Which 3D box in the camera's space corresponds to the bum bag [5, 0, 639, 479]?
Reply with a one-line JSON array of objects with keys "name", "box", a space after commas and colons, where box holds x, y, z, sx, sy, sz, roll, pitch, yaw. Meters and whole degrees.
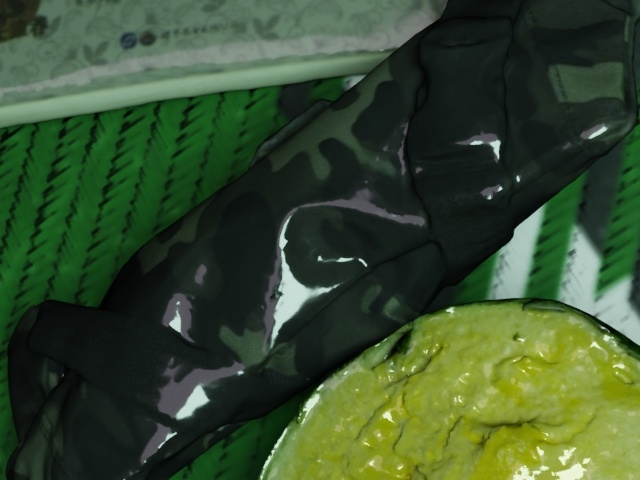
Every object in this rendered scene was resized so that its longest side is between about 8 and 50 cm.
[{"name": "bum bag", "box": [0.000, 0.000, 0.697, 0.340, 0.095, 0.144, -37, 35, 8]}]

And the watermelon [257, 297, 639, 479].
[{"name": "watermelon", "box": [0.073, 0.144, 0.644, 0.204, 0.127, 0.232, 12, 77, 23]}]

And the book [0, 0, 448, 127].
[{"name": "book", "box": [-0.078, -0.248, 0.824, 0.264, 0.031, 0.379, -8, 76, 9]}]
